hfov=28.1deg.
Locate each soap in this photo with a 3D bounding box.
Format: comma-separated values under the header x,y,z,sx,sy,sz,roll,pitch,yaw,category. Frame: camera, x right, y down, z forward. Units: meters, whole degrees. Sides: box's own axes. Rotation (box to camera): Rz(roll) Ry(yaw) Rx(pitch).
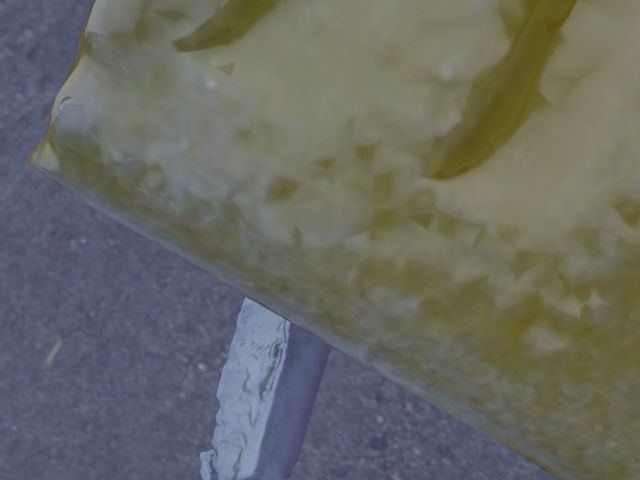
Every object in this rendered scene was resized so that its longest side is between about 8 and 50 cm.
x,y,z,sx,sy,sz,roll,pitch,yaw,category
0.124,-0.072,0.361,0.293,0.335,0.156,-55,8,22,soap

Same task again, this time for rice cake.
x,y,z,sx,sy,sz,roll,pitch,yaw,category
-0.001,0.000,0.652,0.049,0.055,0.269,18,90,36,rice cake
